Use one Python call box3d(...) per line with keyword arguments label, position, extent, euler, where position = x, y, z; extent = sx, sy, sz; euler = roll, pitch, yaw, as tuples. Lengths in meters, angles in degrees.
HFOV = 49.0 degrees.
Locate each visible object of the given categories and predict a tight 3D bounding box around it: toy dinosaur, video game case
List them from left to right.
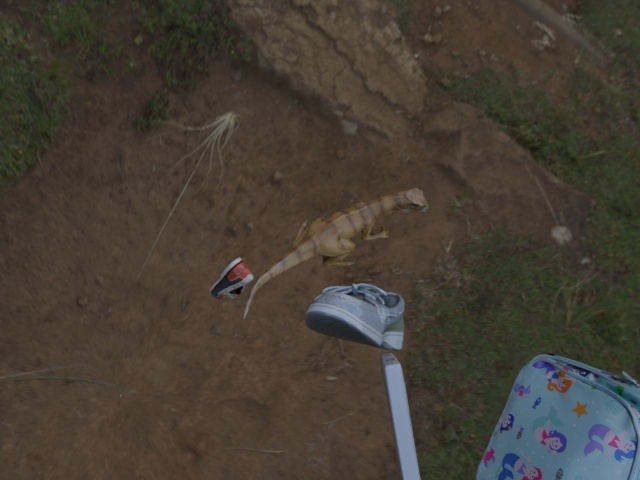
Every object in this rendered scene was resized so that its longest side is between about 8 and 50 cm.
box3d(label="toy dinosaur", position=(0.000, 0.000, 0.666), extent=(0.211, 0.112, 0.064), euler=(-32, 83, -14))
box3d(label="video game case", position=(0.119, 0.283, 1.012), extent=(0.026, 0.206, 0.227), euler=(-10, 84, 2))

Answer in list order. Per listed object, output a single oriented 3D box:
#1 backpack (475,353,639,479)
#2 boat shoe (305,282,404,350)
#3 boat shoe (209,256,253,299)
box3d(label="backpack", position=(0.324, 0.264, 0.813), extent=(0.191, 0.253, 0.225), euler=(30, 84, -48))
box3d(label="boat shoe", position=(0.068, 0.113, 1.124), extent=(0.118, 0.320, 0.103), euler=(10, 81, 25))
box3d(label="boat shoe", position=(-0.146, 0.073, 1.165), extent=(0.043, 0.137, 0.049), euler=(47, 56, 3))
